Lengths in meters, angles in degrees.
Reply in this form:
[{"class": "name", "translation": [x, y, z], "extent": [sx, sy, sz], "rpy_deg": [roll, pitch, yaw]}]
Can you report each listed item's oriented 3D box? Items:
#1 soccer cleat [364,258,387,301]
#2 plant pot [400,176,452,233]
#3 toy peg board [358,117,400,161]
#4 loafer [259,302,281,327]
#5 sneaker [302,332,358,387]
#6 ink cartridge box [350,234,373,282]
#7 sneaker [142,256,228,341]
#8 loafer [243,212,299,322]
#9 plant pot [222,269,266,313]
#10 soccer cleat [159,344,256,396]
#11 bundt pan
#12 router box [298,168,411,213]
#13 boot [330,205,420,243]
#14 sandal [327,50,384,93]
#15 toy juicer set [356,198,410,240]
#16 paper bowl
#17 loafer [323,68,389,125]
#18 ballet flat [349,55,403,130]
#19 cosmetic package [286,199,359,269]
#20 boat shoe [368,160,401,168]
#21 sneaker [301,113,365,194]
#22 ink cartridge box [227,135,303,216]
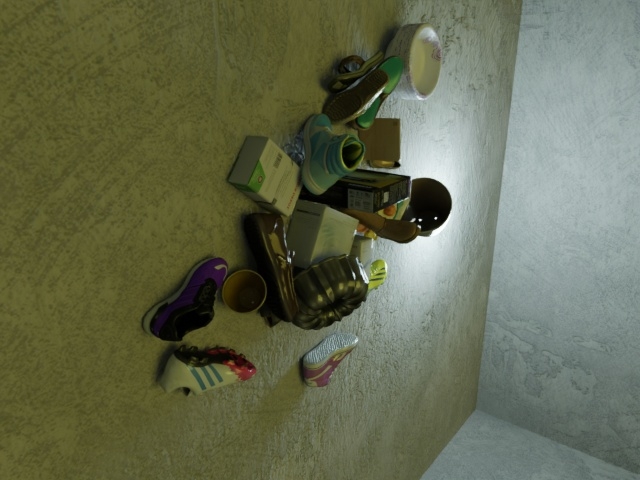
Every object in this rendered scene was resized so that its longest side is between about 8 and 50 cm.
[{"class": "soccer cleat", "translation": [0.192, 0.156, 2.177], "extent": [0.289, 0.093, 0.121], "rpy_deg": [-45, 127, -37]}, {"class": "plant pot", "translation": [0.477, -0.116, 2.367], "extent": [0.256, 0.257, 0.274], "rpy_deg": [-69, 157, -10]}, {"class": "toy peg board", "translation": [0.236, -0.395, 2.002], "extent": [0.079, 0.161, 0.161], "rpy_deg": [-46, 137, -57]}, {"class": "loafer", "translation": [-0.175, 0.231, 1.734], "extent": [0.061, 0.062, 0.170], "rpy_deg": [-52, 137, -22]}, {"class": "sneaker", "translation": [0.038, 0.484, 2.084], "extent": [0.282, 0.102, 0.161], "rpy_deg": [-22, 123, -36]}, {"class": "ink cartridge box", "translation": [0.106, 0.083, 1.980], "extent": [0.093, 0.154, 0.212], "rpy_deg": [-19, 116, -52]}, {"class": "sneaker", "translation": [-0.329, 0.169, 1.427], "extent": [0.293, 0.146, 0.102], "rpy_deg": [-49, 137, -31]}, {"class": "loafer", "translation": [-0.122, 0.079, 1.620], "extent": [0.130, 0.134, 0.365], "rpy_deg": [-22, 107, -31]}, {"class": "plant pot", "translation": [-0.225, 0.166, 1.602], "extent": [0.095, 0.134, 0.134], "rpy_deg": [78, 35, -72]}, {"class": "soccer cleat", "translation": [-0.334, 0.396, 1.550], "extent": [0.331, 0.116, 0.143], "rpy_deg": [26, 97, -52]}, {"class": "bundt pan", "translation": [0.026, 0.196, 1.788], "extent": [0.331, 0.124, 0.330], "rpy_deg": [-23, 152, -14]}, {"class": "router box", "translation": [0.115, -0.180, 1.770], "extent": [0.243, 0.309, 0.081], "rpy_deg": [-24, 120, -48]}, {"class": "boot", "translation": [0.201, -0.078, 1.926], "extent": [0.270, 0.236, 0.089], "rpy_deg": [29, 72, -35]}, {"class": "sandal", "translation": [0.111, -0.599, 1.814], "extent": [0.086, 0.120, 0.303], "rpy_deg": [53, 50, -10]}, {"class": "toy juicer set", "translation": [0.263, -0.091, 2.143], "extent": [0.329, 0.089, 0.209], "rpy_deg": [6, 98, -43]}, {"class": "paper bowl", "translation": [0.357, -0.703, 2.056], "extent": [0.284, 0.148, 0.284], "rpy_deg": [-22, 118, -48]}, {"class": "loafer", "translation": [0.129, -0.483, 1.815], "extent": [0.268, 0.102, 0.092], "rpy_deg": [-36, 167, -3]}, {"class": "ballet flat", "translation": [0.194, -0.543, 1.926], "extent": [0.108, 0.106, 0.316], "rpy_deg": [35, 81, -17]}, {"class": "cosmetic package", "translation": [0.000, 0.000, 1.825], "extent": [0.224, 0.138, 0.224], "rpy_deg": [18, 89, -54]}, {"class": "boat shoe", "translation": [0.269, -0.323, 2.131], "extent": [0.190, 0.072, 0.068], "rpy_deg": [-6, 106, -52]}, {"class": "sneaker", "translation": [0.052, -0.309, 1.652], "extent": [0.127, 0.208, 0.319], "rpy_deg": [30, 48, -39]}, {"class": "ink cartridge box", "translation": [-0.156, -0.191, 1.583], "extent": [0.219, 0.093, 0.160], "rpy_deg": [40, 68, -52]}]
